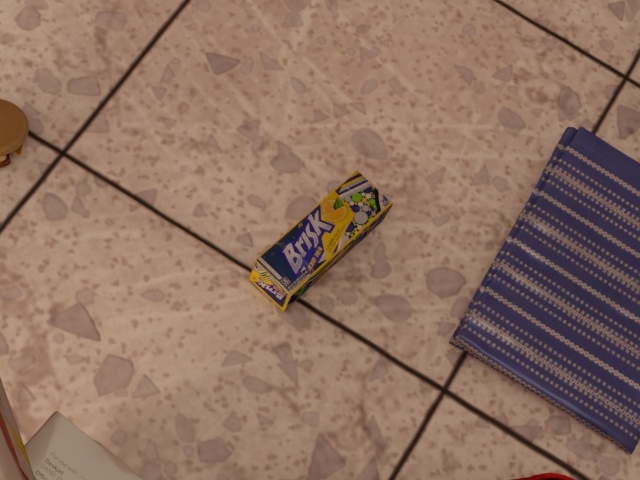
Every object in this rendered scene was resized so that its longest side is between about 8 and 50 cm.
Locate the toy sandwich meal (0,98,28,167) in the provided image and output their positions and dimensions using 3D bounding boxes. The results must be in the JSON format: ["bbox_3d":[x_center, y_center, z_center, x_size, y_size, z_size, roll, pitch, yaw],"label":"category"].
[{"bbox_3d":[-0.362,-0.119,1.572,0.086,0.029,0.085,5,60,-8],"label":"toy sandwich meal"}]

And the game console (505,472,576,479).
[{"bbox_3d":[0.131,0.415,1.415,0.387,0.060,0.341,-5,72,-13],"label":"game console"}]

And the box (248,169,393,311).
[{"bbox_3d":[0.000,0.000,1.577,0.059,0.054,0.169,44,64,9],"label":"box"}]

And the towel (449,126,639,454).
[{"bbox_3d":[0.321,0.047,1.639,0.243,0.040,0.336,32,65,2],"label":"towel"}]

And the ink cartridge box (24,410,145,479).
[{"bbox_3d":[-0.254,0.335,1.283,0.197,0.198,0.270,37,64,7],"label":"ink cartridge box"}]

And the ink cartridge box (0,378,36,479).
[{"bbox_3d":[-0.379,0.216,1.138,0.279,0.160,0.384,-25,49,-8],"label":"ink cartridge box"}]
